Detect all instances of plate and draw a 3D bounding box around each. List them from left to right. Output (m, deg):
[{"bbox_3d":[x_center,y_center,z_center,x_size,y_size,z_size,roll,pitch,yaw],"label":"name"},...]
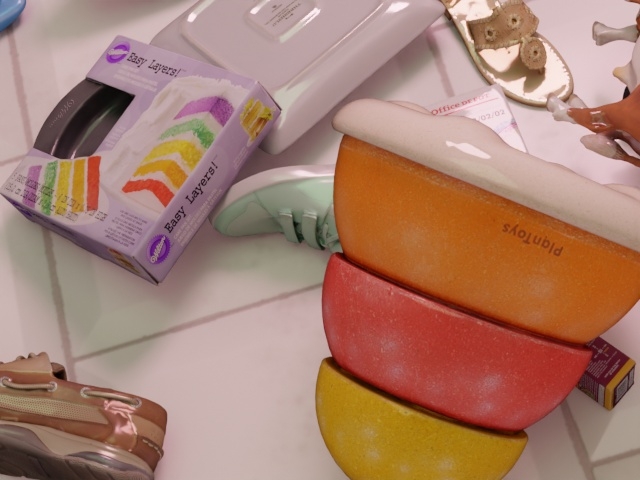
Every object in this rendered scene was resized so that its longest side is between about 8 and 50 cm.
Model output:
[{"bbox_3d":[-0.041,-0.260,1.723,0.277,0.045,0.278,-42,52,-11],"label":"plate"}]

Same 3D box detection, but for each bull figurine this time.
[{"bbox_3d":[0.367,-0.204,1.536,0.188,0.101,0.310,9,55,26],"label":"bull figurine"}]

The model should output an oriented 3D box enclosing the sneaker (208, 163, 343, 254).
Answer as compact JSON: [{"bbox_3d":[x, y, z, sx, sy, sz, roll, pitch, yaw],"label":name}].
[{"bbox_3d":[0.000,0.000,1.577,0.256,0.094,0.151,-9,69,12],"label":"sneaker"}]

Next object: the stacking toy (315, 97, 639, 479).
[{"bbox_3d":[0.099,0.129,1.382,0.350,0.350,0.480,24,94,21],"label":"stacking toy"}]

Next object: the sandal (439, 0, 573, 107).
[{"bbox_3d":[0.202,-0.256,1.679,0.088,0.079,0.240,-32,61,-6],"label":"sandal"}]

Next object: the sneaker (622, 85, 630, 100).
[{"bbox_3d":[0.386,-0.115,1.577,0.121,0.079,0.217,-3,54,13],"label":"sneaker"}]

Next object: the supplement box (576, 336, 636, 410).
[{"bbox_3d":[0.276,0.126,1.478,0.083,0.055,0.043,36,73,24],"label":"supplement box"}]

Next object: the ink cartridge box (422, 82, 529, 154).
[{"bbox_3d":[0.170,-0.104,1.615,0.104,0.061,0.181,-18,60,1],"label":"ink cartridge box"}]

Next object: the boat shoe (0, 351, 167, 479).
[{"bbox_3d":[-0.310,0.182,1.535,0.324,0.123,0.116,17,60,12],"label":"boat shoe"}]

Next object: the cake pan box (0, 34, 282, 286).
[{"bbox_3d":[-0.209,-0.101,1.641,0.267,0.070,0.246,24,71,41],"label":"cake pan box"}]

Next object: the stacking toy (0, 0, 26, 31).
[{"bbox_3d":[-0.500,-0.365,1.745,0.175,0.302,0.166,-34,62,-7],"label":"stacking toy"}]
